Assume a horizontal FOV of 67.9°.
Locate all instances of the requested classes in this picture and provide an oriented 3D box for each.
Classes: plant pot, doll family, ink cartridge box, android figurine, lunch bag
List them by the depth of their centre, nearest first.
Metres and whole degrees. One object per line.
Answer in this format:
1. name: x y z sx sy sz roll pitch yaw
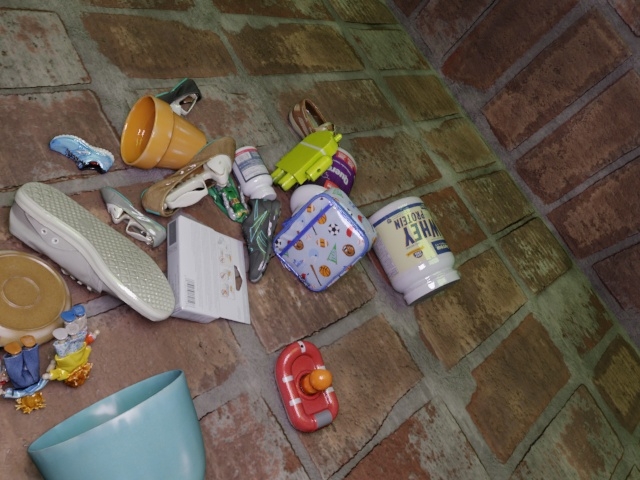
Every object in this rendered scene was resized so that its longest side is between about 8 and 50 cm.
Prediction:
1. plant pot: -0.356 0.423 0.911 0.292 0.292 0.235 -24 91 -42
2. doll family: -0.564 0.259 0.962 0.262 0.163 0.118 -19 41 -41
3. plant pot: -0.649 0.116 1.023 0.236 0.032 0.237 38 32 -28
4. ink cartridge box: -0.308 0.093 1.312 0.238 0.060 0.276 28 44 -49
5. plant pot: -0.447 -0.292 1.391 0.187 0.205 0.205 15 52 -45
6. lunch bag: 0.000 0.000 1.428 0.243 0.303 0.115 47 33 0
7. android figurine: -0.046 -0.271 1.576 0.273 0.248 0.056 -43 123 -10

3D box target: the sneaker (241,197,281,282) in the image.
1. sneaker: -0.191 -0.004 1.421 0.106 0.101 0.268 14 67 -11

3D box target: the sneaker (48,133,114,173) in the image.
1. sneaker: -0.649 -0.230 1.287 0.162 0.063 0.073 19 55 -23

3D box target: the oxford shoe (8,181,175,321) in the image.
1. oxford shoe: -0.540 0.046 1.131 0.449 0.130 0.169 39 15 -5

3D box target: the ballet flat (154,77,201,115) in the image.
1. ballet flat: -0.475 -0.440 1.530 0.096 0.095 0.280 49 45 -14

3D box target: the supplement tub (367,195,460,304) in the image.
1. supplement tub: 0.319 0.037 1.656 0.235 0.235 0.325 -12 68 -39

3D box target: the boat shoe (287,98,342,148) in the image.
1. boat shoe: 0.002 -0.398 1.808 0.324 0.120 0.122 51 47 5

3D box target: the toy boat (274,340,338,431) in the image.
1. toy boat: -0.022 0.374 1.254 0.150 0.151 0.231 -7 65 -38

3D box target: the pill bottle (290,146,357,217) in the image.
1. pill bottle: 0.007 -0.164 1.613 0.181 0.181 0.323 32 48 -13

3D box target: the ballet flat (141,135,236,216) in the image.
1. ballet flat: -0.346 -0.174 1.358 0.124 0.116 0.342 32 58 33

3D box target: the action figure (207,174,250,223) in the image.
1. action figure: -0.284 -0.139 1.483 0.137 0.063 0.232 -29 83 -46

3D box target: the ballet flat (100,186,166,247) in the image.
1. ballet flat: -0.510 -0.059 1.264 0.213 0.072 0.068 38 53 -8

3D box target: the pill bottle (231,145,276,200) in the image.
1. pill bottle: -0.217 -0.203 1.536 0.107 0.108 0.180 -15 71 -40
